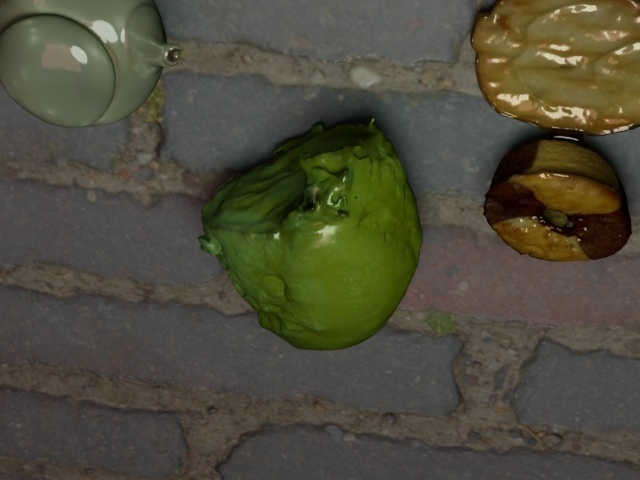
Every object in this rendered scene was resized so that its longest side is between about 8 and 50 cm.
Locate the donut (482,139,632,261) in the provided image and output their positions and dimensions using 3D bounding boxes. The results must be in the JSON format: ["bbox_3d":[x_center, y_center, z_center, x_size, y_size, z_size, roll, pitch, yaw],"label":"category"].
[{"bbox_3d":[0.271,-0.047,1.704,0.166,0.073,0.184,-16,139,35],"label":"donut"}]

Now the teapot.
[{"bbox_3d":[-0.314,-0.249,1.640,0.318,0.149,0.220,38,125,-19],"label":"teapot"}]

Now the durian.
[{"bbox_3d":[0.000,0.000,1.760,0.256,0.204,0.340,1,139,29],"label":"durian"}]

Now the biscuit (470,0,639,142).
[{"bbox_3d":[0.290,-0.196,1.628,0.260,0.041,0.203,15,127,-1],"label":"biscuit"}]
